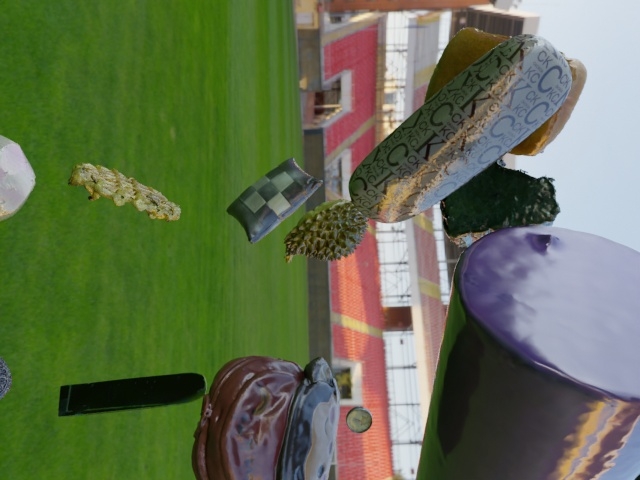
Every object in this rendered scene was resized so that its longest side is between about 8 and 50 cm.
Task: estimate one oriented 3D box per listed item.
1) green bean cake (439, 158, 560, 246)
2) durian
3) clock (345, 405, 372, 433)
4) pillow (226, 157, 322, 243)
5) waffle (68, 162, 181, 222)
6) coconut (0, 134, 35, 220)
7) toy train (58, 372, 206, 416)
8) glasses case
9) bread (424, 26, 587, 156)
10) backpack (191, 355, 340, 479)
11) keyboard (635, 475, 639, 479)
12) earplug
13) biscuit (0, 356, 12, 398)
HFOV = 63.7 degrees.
[{"bbox_3d":[0.328,-0.092,0.972,0.107,0.209,0.193,45,39,-61],"label":"green bean cake"},{"bbox_3d":[0.000,0.000,0.933,0.147,0.208,0.102,-3,66,-52],"label":"durian"},{"bbox_3d":[0.121,0.561,1.607,0.017,0.085,0.085,-92,180,-84],"label":"clock"},{"bbox_3d":[-0.127,-0.115,1.396,0.186,0.250,0.106,47,-4,47],"label":"pillow"},{"bbox_3d":[-0.441,-0.110,1.144,0.060,0.263,0.280,-67,163,4],"label":"waffle"},{"bbox_3d":[-0.859,-0.173,1.299,0.230,0.228,0.226,94,-5,-53],"label":"coconut"},{"bbox_3d":[-0.265,0.223,0.747,0.042,0.210,0.044,85,-1,-70],"label":"toy train"},{"bbox_3d":[0.194,-0.147,0.759,0.137,0.355,0.085,27,36,-40],"label":"glasses case"},{"bbox_3d":[0.300,-0.242,0.850,0.246,0.121,0.173,37,-63,33],"label":"bread"},{"bbox_3d":[-0.070,0.246,0.655,0.229,0.139,0.229,17,69,-55],"label":"backpack"},{"bbox_3d":[0.326,0.320,0.654,0.195,0.018,0.060,-43,-112,40],"label":"keyboard"},{"bbox_3d":[0.205,0.223,0.549,0.215,0.216,0.455,-92,-174,-55],"label":"earplug"},{"bbox_3d":[-1.019,0.407,1.528,0.194,0.053,0.194,46,22,-25],"label":"biscuit"}]
